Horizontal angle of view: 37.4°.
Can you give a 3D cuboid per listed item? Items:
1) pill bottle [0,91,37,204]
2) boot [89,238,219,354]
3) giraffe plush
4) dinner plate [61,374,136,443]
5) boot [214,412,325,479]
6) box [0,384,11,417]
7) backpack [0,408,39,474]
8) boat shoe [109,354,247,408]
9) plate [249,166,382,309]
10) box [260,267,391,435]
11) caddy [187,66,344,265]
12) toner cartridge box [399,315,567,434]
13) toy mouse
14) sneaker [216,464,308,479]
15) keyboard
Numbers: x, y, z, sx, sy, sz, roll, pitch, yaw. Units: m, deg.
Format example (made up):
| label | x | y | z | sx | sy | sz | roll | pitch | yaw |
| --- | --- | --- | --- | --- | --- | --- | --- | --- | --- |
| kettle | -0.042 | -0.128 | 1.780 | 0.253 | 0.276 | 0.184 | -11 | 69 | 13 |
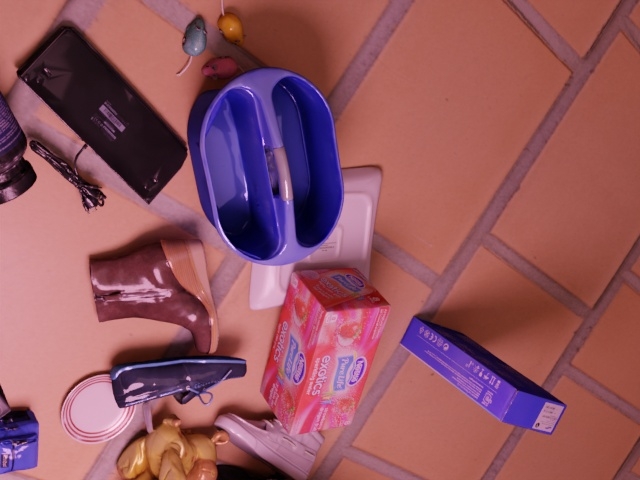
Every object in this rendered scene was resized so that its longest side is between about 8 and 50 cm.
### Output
| label | x | y | z | sx | sy | sz | roll | pitch | yaw |
| --- | --- | --- | --- | --- | --- | --- | --- | --- | --- |
| pill bottle | -0.514 | -0.166 | 1.401 | 0.122 | 0.123 | 0.219 | -33 | 123 | -17 |
| boot | -0.297 | 0.116 | 1.699 | 0.206 | 0.090 | 0.249 | -14 | 118 | -14 |
| giraffe plush | -0.268 | 0.423 | 1.801 | 0.170 | 0.181 | 0.210 | 24 | 61 | -47 |
| dinner plate | -0.407 | 0.307 | 1.732 | 0.141 | 0.017 | 0.141 | -13 | 116 | -28 |
| boot | -0.099 | 0.387 | 1.927 | 0.258 | 0.095 | 0.123 | 44 | 66 | -34 |
| box | -0.631 | 0.188 | 1.461 | 0.165 | 0.143 | 0.270 | -34 | 124 | -14 |
| backpack | -0.544 | 0.348 | 1.612 | 0.120 | 0.101 | 0.098 | -1 | 103 | -28 |
| boat shoe | -0.262 | 0.262 | 1.754 | 0.258 | 0.109 | 0.089 | -2 | 89 | -21 |
| plate | 0.000 | 0.000 | 1.843 | 0.277 | 0.045 | 0.278 | -6 | 112 | -30 |
| box | 0.006 | 0.216 | 1.843 | 0.154 | 0.142 | 0.300 | -2 | 122 | -32 |
| caddy | -0.091 | -0.128 | 1.621 | 0.241 | 0.179 | 0.342 | -17 | 110 | -20 |
| toner cartridge box | 0.332 | 0.278 | 1.977 | 0.165 | 0.348 | 0.075 | 23 | 97 | -36 |
| toy mouse | -0.183 | -0.319 | 1.602 | 0.143 | 0.031 | 0.161 | -37 | 125 | -14 |
| sneaker | -0.147 | 0.554 | 1.938 | 0.313 | 0.116 | 0.136 | 15 | 105 | -34 |
| keyboard | -0.372 | -0.173 | 1.546 | 0.201 | 0.033 | 0.317 | -50 | 126 | -13 |
